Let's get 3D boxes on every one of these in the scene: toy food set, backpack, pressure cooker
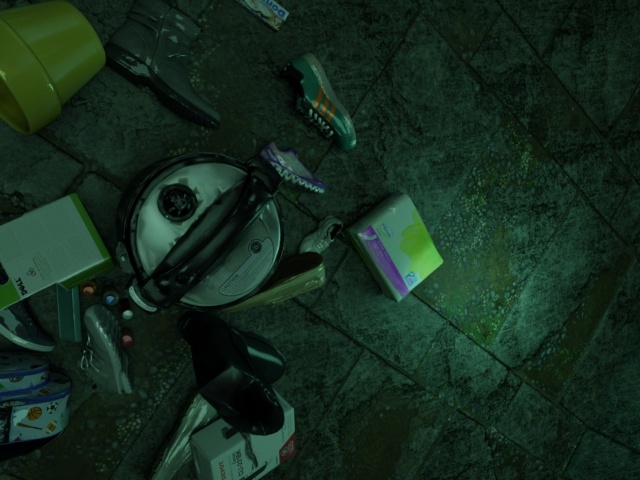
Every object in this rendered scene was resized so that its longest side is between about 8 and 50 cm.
[{"bbox_3d":[-0.538,0.203,1.253,0.111,0.104,0.232,-12,102,-23],"label":"toy food set"},{"bbox_3d":[-0.714,0.361,1.123,0.263,0.276,0.213,15,91,-39],"label":"backpack"},{"bbox_3d":[-0.290,-0.023,1.166,0.375,0.420,0.370,0,96,-26],"label":"pressure cooker"}]

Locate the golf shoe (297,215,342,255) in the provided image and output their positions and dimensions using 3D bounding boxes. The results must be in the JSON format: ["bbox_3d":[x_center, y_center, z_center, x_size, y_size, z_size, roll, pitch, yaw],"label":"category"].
[{"bbox_3d":[0.000,0.000,1.489,0.069,0.086,0.176,39,82,-26],"label":"golf shoe"}]

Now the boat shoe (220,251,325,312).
[{"bbox_3d":[-0.140,0.144,1.422,0.341,0.121,0.110,-19,127,-12],"label":"boat shoe"}]

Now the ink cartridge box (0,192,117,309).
[{"bbox_3d":[-0.645,0.032,1.148,0.255,0.097,0.189,-29,82,-19],"label":"ink cartridge box"}]

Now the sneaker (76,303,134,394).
[{"bbox_3d":[-0.541,0.282,1.197,0.115,0.105,0.281,-9,121,-11],"label":"sneaker"}]

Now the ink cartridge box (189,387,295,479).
[{"bbox_3d":[-0.212,0.579,1.390,0.273,0.114,0.197,-22,126,-34],"label":"ink cartridge box"}]

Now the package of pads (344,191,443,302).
[{"bbox_3d":[0.248,0.017,1.598,0.229,0.101,0.296,-39,111,-15],"label":"package of pads"}]

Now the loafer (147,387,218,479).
[{"bbox_3d":[-0.375,0.573,1.375,0.111,0.112,0.319,32,82,-16],"label":"loafer"}]

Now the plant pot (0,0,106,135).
[{"bbox_3d":[-0.620,-0.398,1.072,0.239,0.254,0.254,-46,113,-29],"label":"plant pot"}]

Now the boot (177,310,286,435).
[{"bbox_3d":[-0.176,0.343,1.251,0.367,0.445,0.146,33,82,-25],"label":"boot"}]

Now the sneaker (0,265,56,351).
[{"bbox_3d":[-0.703,0.155,1.180,0.226,0.086,0.163,42,82,-22],"label":"sneaker"}]

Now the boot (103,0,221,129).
[{"bbox_3d":[-0.355,-0.458,1.252,0.338,0.118,0.222,35,77,-29],"label":"boot"}]

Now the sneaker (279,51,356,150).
[{"bbox_3d":[-0.011,-0.382,1.428,0.121,0.108,0.302,-35,102,-16],"label":"sneaker"}]

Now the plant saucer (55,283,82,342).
[{"bbox_3d":[-0.633,0.161,1.228,0.018,0.067,0.192,-16,108,-67],"label":"plant saucer"}]

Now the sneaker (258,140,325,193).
[{"bbox_3d":[-0.080,-0.211,1.424,0.236,0.095,0.104,24,79,-25],"label":"sneaker"}]

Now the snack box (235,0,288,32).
[{"bbox_3d":[-0.176,-0.657,1.355,0.178,0.022,0.064,30,83,-25],"label":"snack box"}]
